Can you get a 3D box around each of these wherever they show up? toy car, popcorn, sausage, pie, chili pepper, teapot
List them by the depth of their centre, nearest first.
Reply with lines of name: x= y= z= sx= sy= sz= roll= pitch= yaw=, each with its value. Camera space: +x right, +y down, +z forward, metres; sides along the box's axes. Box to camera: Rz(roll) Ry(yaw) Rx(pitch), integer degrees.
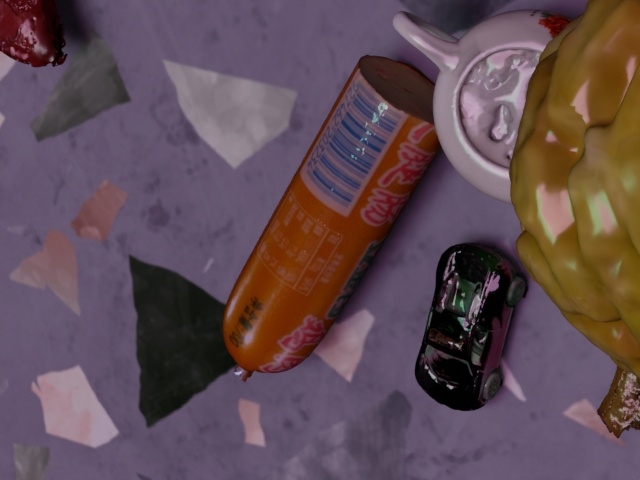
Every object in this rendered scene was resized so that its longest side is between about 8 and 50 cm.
popcorn: x=0.319 y=-0.042 z=1.070 sx=0.390 sy=0.354 sz=0.344 roll=7 pitch=111 yaw=-14
teapot: x=0.149 y=-0.104 z=1.315 sx=0.226 sy=0.092 sz=0.145 roll=35 pitch=107 yaw=12
pie: x=0.266 y=0.080 z=1.329 sx=0.092 sy=0.034 sz=0.170 roll=26 pitch=108 yaw=27
toy car: x=0.114 y=0.071 z=1.410 sx=0.069 sy=0.055 sz=0.142 roll=23 pitch=111 yaw=30
sausage: x=0.000 y=0.000 z=1.444 sx=0.093 sy=0.093 sz=0.312 roll=40 pitch=119 yaw=19
chili pepper: x=-0.361 y=-0.281 z=1.599 sx=0.387 sy=0.110 sz=0.110 roll=38 pitch=119 yaw=17
